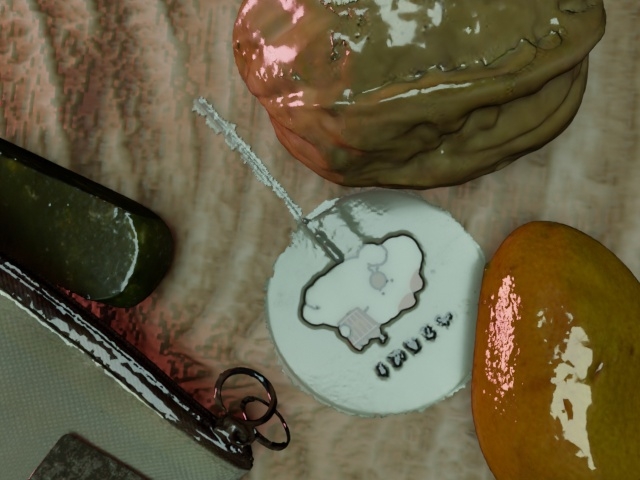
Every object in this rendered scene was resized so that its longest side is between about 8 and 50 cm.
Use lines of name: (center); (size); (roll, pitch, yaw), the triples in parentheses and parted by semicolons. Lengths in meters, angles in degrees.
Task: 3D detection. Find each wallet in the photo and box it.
wallet: (-0.226, 0.141, 0.499); (0.335, 0.068, 0.275); (38, 105, -9)

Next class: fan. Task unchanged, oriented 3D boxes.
fan: (0.000, 0.000, 0.530); (0.191, 0.009, 0.329); (-40, 84, 7)

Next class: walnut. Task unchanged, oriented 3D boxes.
walnut: (0.068, -0.129, 0.435); (0.245, 0.198, 0.198); (-16, 87, 2)

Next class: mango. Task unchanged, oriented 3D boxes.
mango: (0.174, 0.098, 0.451); (0.147, 0.109, 0.227); (-19, 85, 12)

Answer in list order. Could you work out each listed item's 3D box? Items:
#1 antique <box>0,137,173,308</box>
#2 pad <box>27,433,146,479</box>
antique: (-0.228, -0.019, 0.532); (0.221, 0.080, 0.081); (25, 94, 7)
pad: (-0.174, 0.264, 0.410); (0.158, 0.003, 0.235); (37, 60, -7)
